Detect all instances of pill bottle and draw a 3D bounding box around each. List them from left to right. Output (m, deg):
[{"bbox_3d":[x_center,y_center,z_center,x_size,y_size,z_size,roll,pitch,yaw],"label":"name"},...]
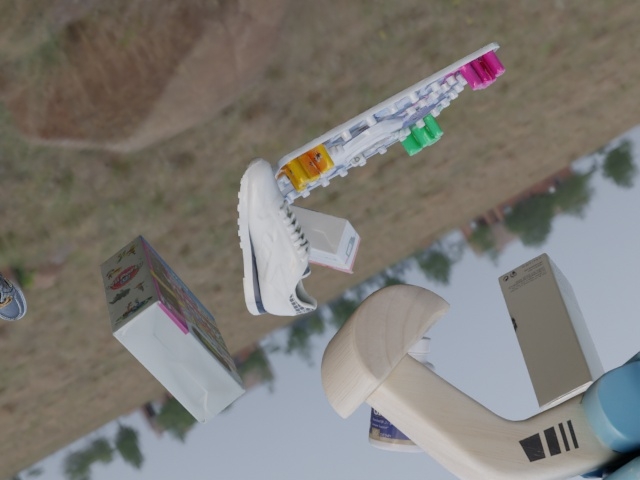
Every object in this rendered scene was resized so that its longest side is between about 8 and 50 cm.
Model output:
[{"bbox_3d":[0.125,0.228,1.879,0.094,0.169,0.094,5,180,0],"label":"pill bottle"}]

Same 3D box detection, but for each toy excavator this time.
[{"bbox_3d":[0.271,0.201,1.175,0.445,0.433,0.222,-14,156,-34],"label":"toy excavator"}]

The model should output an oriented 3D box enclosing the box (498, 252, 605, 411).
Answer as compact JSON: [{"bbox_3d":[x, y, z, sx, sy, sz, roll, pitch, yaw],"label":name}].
[{"bbox_3d":[0.368,0.160,1.937,0.094,0.113,0.275,-29,-140,18],"label":"box"}]

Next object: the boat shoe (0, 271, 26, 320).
[{"bbox_3d":[-0.552,0.095,2.115,0.065,0.083,0.183,-28,136,-2],"label":"boat shoe"}]

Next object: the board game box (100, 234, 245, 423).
[{"bbox_3d":[-0.254,0.143,2.084,0.097,0.224,0.303,-39,-156,1],"label":"board game box"}]

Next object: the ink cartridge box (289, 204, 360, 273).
[{"bbox_3d":[0.000,0.000,2.514,0.231,0.134,0.078,49,57,-76],"label":"ink cartridge box"}]

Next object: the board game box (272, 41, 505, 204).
[{"bbox_3d":[0.077,-0.146,1.973,0.390,0.050,0.390,-30,175,-16],"label":"board game box"}]

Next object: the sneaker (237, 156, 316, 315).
[{"bbox_3d":[-0.059,-0.006,1.736,0.094,0.235,0.090,1,-155,17],"label":"sneaker"}]
